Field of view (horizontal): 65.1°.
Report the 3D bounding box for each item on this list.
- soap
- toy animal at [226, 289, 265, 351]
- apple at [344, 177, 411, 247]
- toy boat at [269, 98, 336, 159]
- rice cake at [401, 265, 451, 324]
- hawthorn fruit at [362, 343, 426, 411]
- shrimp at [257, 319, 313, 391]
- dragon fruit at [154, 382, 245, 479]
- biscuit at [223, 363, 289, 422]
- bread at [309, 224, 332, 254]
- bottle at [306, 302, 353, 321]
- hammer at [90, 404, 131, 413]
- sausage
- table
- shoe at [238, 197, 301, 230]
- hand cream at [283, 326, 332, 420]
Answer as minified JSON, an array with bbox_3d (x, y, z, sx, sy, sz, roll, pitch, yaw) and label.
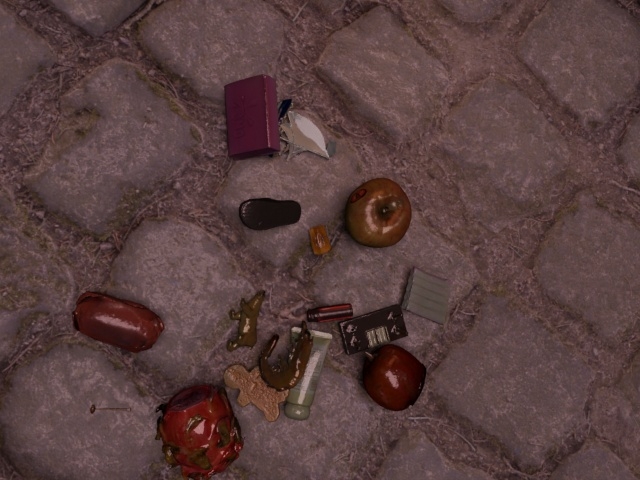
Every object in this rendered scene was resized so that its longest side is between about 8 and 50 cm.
[{"bbox_3d":[-0.236,-0.419,1.723,0.181,0.081,0.259,-4,86,28],"label":"soap"},{"bbox_3d":[-0.249,0.275,1.720,0.101,0.103,0.218,8,82,-32],"label":"toy animal"},{"bbox_3d":[0.204,-0.094,1.793,0.261,0.194,0.260,1,85,-16],"label":"apple"},{"bbox_3d":[-0.096,-0.362,1.806,0.291,0.070,0.210,43,82,-11],"label":"toy boat"},{"bbox_3d":[0.403,0.208,1.880,0.198,0.037,0.189,15,84,-26],"label":"rice cake"},{"bbox_3d":[0.244,0.472,1.760,0.249,0.215,0.215,46,78,-11],"label":"hawthorn fruit"},{"bbox_3d":[-0.120,0.386,1.707,0.173,0.058,0.253,8,66,10],"label":"shrimp"},{"bbox_3d":[-0.376,0.618,1.586,0.269,0.250,0.291,-16,105,-9],"label":"dragon fruit"},{"bbox_3d":[-0.223,0.501,1.706,0.234,0.030,0.153,27,81,6],"label":"biscuit"},{"bbox_3d":[0.000,0.000,1.810,0.072,0.053,0.105,-12,84,-18],"label":"bread"},{"bbox_3d":[0.031,0.261,1.795,0.164,0.060,0.060,-6,87,-13],"label":"bottle"},{"bbox_3d":[-0.681,0.549,1.629,0.123,0.014,0.029,6,94,-16],"label":"hammer"},{"bbox_3d":[-0.640,0.258,1.589,0.280,0.152,0.152,23,81,-12],"label":"sausage"},{"bbox_3d":[0.200,0.323,1.805,0.240,0.111,0.121,-15,90,-15],"label":"table"},{"bbox_3d":[-0.187,-0.097,1.761,0.241,0.093,0.108,-5,105,-35],"label":"shoe"},{"bbox_3d":[-0.058,0.463,1.744,0.147,0.093,0.305,11,82,3],"label":"hand cream"}]
